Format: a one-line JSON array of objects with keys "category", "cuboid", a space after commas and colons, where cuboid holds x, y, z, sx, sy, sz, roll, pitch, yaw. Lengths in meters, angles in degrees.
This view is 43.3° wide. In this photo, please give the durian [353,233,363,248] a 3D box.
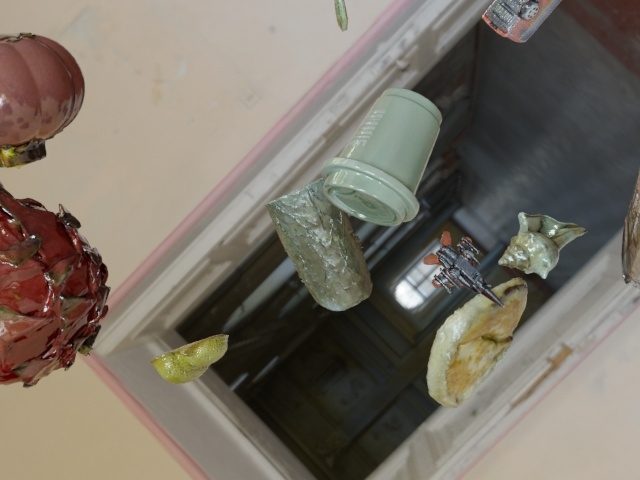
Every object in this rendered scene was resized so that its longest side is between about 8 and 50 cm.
[{"category": "durian", "cuboid": [0.008, 0.027, 2.135, 0.196, 0.196, 0.167, 46, -142, 21]}]

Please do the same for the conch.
[{"category": "conch", "cuboid": [0.467, 0.009, 1.771, 0.137, 0.114, 0.234, 44, -137, 8]}]

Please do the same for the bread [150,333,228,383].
[{"category": "bread", "cuboid": [-0.232, 0.227, 1.549, 0.065, 0.150, 0.188, 66, -169, 13]}]

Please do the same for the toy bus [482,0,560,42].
[{"category": "toy bus", "cuboid": [0.316, -0.364, 1.121, 0.077, 0.192, 0.065, 9, -143, -51]}]

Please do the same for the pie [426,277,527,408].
[{"category": "pie", "cuboid": [0.342, 0.218, 1.754, 0.077, 0.339, 0.339, 37, 180, 29]}]

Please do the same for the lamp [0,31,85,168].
[{"category": "lamp", "cuboid": [-0.588, -0.257, 1.486, 0.305, 0.306, 0.239, -126, 28, -67]}]

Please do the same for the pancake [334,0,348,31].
[{"category": "pancake", "cuboid": [0.039, -0.508, 1.711, 0.116, 0.023, 0.129, 78, -178, -52]}]

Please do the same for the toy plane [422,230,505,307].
[{"category": "toy plane", "cuboid": [0.297, 0.070, 1.603, 0.189, 0.130, 0.061, 38, 160, 4]}]

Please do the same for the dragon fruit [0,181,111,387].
[{"category": "dragon fruit", "cuboid": [-0.409, 0.054, 1.063, 0.244, 0.245, 0.298, -128, 26, -63]}]

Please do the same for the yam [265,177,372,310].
[{"category": "yam", "cuboid": [0.000, 0.000, 1.080, 0.107, 0.107, 0.183, -125, 11, -70]}]

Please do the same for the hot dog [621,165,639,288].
[{"category": "hot dog", "cuboid": [0.432, -0.018, 1.016, 0.268, 0.075, 0.144, 70, -158, -63]}]

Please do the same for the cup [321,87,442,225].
[{"category": "cup", "cuboid": [0.074, -0.097, 0.921, 0.120, 0.141, 0.120, 22, 163, 7]}]
